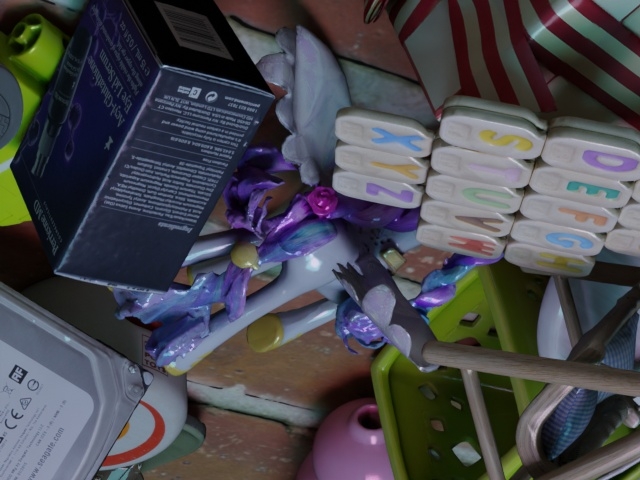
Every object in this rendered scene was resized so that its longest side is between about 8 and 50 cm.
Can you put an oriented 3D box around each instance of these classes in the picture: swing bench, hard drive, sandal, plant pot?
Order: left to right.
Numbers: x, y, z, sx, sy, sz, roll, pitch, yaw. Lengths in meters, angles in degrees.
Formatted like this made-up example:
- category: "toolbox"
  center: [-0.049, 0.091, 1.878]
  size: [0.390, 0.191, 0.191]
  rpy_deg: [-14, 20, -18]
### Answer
- category: "hard drive"
  center: [-0.353, 0.135, 1.621]
  size: [0.339, 0.237, 0.064]
  rpy_deg: [33, 170, -7]
- category: "sandal"
  center: [-0.244, 0.264, 2.001]
  size: [0.302, 0.086, 0.120]
  rpy_deg: [-30, 137, 30]
- category: "plant pot"
  center: [0.209, 0.176, 1.835]
  size: [0.207, 0.228, 0.227]
  rpy_deg: [12, 140, -30]
- category: "swing bench"
  center: [0.255, 0.098, 1.417]
  size: [0.254, 0.253, 0.165]
  rpy_deg: [-11, 100, 29]

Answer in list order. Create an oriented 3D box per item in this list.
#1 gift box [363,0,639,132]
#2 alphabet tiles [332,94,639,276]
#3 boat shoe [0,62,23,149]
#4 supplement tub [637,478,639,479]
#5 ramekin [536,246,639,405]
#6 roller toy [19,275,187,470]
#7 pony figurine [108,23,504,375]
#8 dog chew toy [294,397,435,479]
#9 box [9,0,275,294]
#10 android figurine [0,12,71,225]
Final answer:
- category: "gift box"
  center: [0.200, -0.182, 1.287]
  size: [0.255, 0.276, 0.258]
  rpy_deg: [-44, 131, 18]
- category: "alphabet tiles"
  center: [0.144, -0.032, 1.277]
  size: [0.277, 0.021, 0.284]
  rpy_deg: [12, 163, 3]
- category: "boat shoe"
  center: [-0.396, -0.106, 1.398]
  size: [0.320, 0.103, 0.118]
  rpy_deg: [-9, 124, -10]
- category: "supplement tub"
  center: [0.468, 0.242, 1.933]
  size: [0.331, 0.241, 0.241]
  rpy_deg: [12, 140, -22]
- category: "ramekin"
  center: [0.338, 0.054, 1.653]
  size: [0.272, 0.127, 0.273]
  rpy_deg: [-26, 136, -28]
- category: "roller toy"
  center: [-0.229, 0.136, 1.783]
  size: [0.191, 0.146, 0.209]
  rpy_deg: [-2, 143, -5]
- category: "pony figurine"
  center: [0.000, 0.000, 1.567]
  size: [0.363, 0.303, 0.351]
  rpy_deg: [-22, 169, 20]
- category: "dog chew toy"
  center: [0.056, 0.305, 2.011]
  size: [0.206, 0.207, 0.332]
  rpy_deg: [-3, 135, -3]
- category: "box"
  center: [-0.148, -0.085, 1.436]
  size: [0.108, 0.153, 0.207]
  rpy_deg: [12, 120, -34]
- category: "android figurine"
  center: [-0.294, -0.100, 1.531]
  size: [0.248, 0.056, 0.273]
  rpy_deg: [-27, 139, 26]
